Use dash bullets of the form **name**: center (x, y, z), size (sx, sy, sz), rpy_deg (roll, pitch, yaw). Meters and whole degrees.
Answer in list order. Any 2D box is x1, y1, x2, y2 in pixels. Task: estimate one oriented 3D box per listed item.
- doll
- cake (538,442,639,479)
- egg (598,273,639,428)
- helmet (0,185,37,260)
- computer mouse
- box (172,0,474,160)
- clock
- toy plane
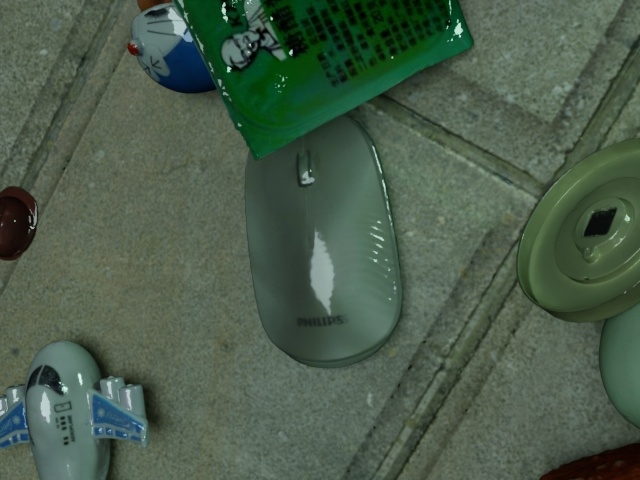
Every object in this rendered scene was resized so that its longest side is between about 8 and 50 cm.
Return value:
- **doll**: center (-0.161, -0.322, 1.243), size (0.215, 0.161, 0.257), rpy_deg (-5, 76, 45)
- **cake**: center (0.389, 0.384, 1.015), size (0.269, 0.270, 0.320), rpy_deg (-18, 85, 17)
- **egg**: center (0.426, 0.089, 1.037), size (0.203, 0.203, 0.283), rpy_deg (42, 96, 13)
- **helmet**: center (-0.468, -0.025, 1.390), size (0.089, 0.057, 0.111), rpy_deg (24, 97, 18)
- **computer mouse**: center (-0.002, -0.001, 1.230), size (0.197, 0.095, 0.331), rpy_deg (-10, 88, 13)
- **box**: center (-0.009, -0.286, 1.158), size (0.336, 0.106, 0.264), rpy_deg (-29, 104, -16)
- **clock**: center (0.320, -0.015, 1.073), size (0.029, 0.235, 0.235), rpy_deg (35, 103, -26)
- **toy plane**: center (-0.353, 0.272, 1.325), size (0.266, 0.122, 0.267), rpy_deg (-1, 87, 17)
